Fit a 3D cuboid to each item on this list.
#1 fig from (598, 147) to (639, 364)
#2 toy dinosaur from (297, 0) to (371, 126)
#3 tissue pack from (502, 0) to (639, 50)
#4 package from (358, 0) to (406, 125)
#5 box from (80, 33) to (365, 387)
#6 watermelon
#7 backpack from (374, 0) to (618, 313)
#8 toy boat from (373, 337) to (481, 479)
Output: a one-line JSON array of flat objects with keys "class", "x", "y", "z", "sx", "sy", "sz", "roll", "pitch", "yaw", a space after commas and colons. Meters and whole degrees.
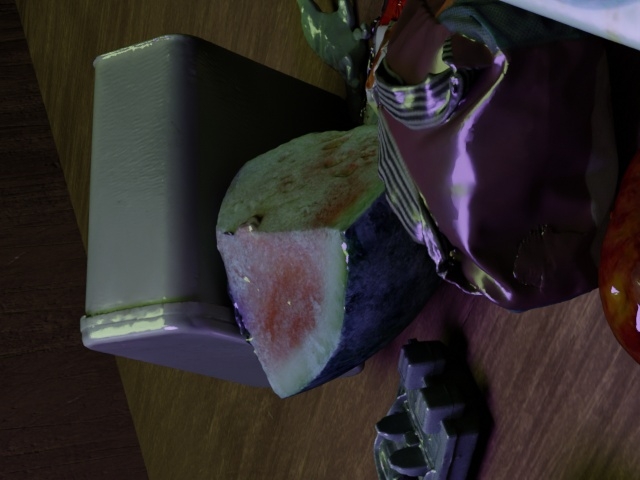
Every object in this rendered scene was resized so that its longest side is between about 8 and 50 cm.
[{"class": "fig", "x": 0.311, "y": 0.026, "z": 1.434, "sx": 0.249, "sy": 0.186, "sz": 0.204, "roll": 40, "pitch": -133, "yaw": -50}, {"class": "toy dinosaur", "x": 0.005, "y": -0.251, "z": 2.370, "sx": 0.242, "sy": 0.053, "sz": 0.167, "roll": 48, "pitch": 149, "yaw": 46}, {"class": "tissue pack", "x": 0.203, "y": -0.297, "z": 1.381, "sx": 0.388, "sy": 0.162, "sz": 0.287, "roll": 25, "pitch": 126, "yaw": 36}, {"class": "package", "x": 0.092, "y": -0.216, "z": 2.125, "sx": 0.194, "sy": 0.071, "sz": 0.269, "roll": -135, "pitch": 53, "yaw": -58}, {"class": "box", "x": -0.111, "y": -0.025, "z": 2.299, "sx": 0.177, "sy": 0.352, "sz": 0.344, "roll": -13, "pitch": 72, "yaw": 34}, {"class": "watermelon", "x": 0.000, "y": 0.000, "z": 2.122, "sx": 0.258, "sy": 0.228, "sz": 0.387, "roll": 42, "pitch": 148, "yaw": 17}, {"class": "backpack", "x": 0.140, "y": -0.117, "z": 1.791, "sx": 0.317, "sy": 0.197, "sz": 0.283, "roll": -127, "pitch": 32, "yaw": -58}, {"class": "toy boat", "x": 0.107, "y": 0.251, "z": 2.218, "sx": 0.319, "sy": 0.092, "sz": 0.141, "roll": 100, "pitch": 157, "yaw": -45}]
